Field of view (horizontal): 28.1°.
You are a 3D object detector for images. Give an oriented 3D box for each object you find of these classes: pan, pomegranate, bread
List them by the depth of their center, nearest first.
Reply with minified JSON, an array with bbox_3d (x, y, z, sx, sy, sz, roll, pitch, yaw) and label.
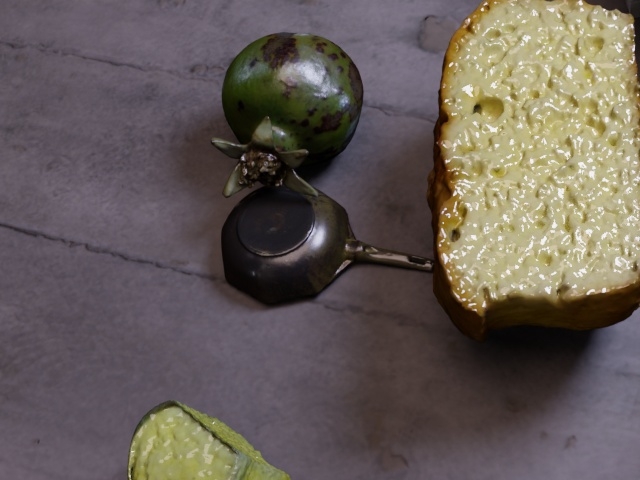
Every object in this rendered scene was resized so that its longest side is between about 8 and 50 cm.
[{"bbox_3d":[-0.102,0.205,1.083,0.129,0.114,0.111,28,75,30],"label":"bread"},{"bbox_3d":[0.194,-0.044,1.127,0.195,0.179,0.340,-2,56,10],"label":"bread"},{"bbox_3d":[-0.001,-0.014,1.229,0.202,0.048,0.128,-13,56,5],"label":"pan"},{"bbox_3d":[-0.031,-0.128,1.241,0.149,0.148,0.169,-3,32,12],"label":"pomegranate"}]

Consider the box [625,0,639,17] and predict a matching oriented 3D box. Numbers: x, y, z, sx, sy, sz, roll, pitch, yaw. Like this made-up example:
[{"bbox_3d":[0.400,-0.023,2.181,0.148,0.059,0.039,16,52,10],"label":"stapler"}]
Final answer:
[{"bbox_3d":[0.359,-0.337,1.352,0.122,0.032,0.220,-12,58,8],"label":"box"}]
